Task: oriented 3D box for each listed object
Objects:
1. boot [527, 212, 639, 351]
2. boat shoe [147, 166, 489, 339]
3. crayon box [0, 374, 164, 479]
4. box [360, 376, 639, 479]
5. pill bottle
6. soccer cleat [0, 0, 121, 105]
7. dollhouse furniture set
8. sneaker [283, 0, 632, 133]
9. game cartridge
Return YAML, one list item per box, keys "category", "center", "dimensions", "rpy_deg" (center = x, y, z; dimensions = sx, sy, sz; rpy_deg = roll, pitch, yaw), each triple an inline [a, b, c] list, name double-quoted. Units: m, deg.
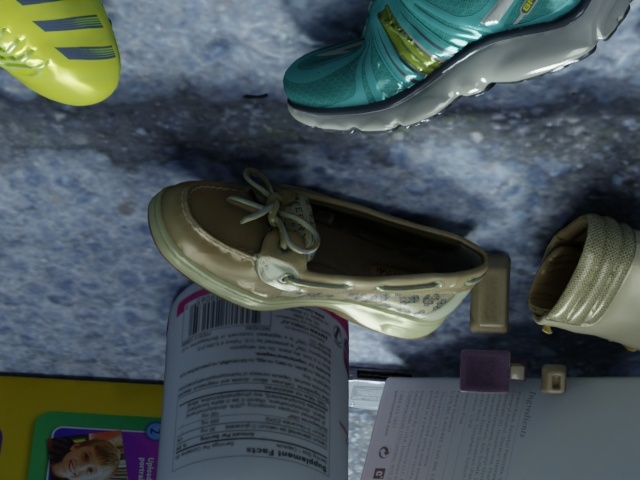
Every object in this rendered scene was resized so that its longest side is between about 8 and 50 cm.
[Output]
- category: "boot"
  center: [0.267, 0.070, 1.454]
  dimensions: [0.203, 0.095, 0.262]
  rpy_deg: [11, 152, -6]
- category: "boat shoe"
  center: [0.000, 0.000, 1.364]
  dimensions: [0.285, 0.105, 0.089]
  rpy_deg: [13, 140, -34]
- category: "crayon box"
  center: [-0.162, 0.307, 1.569]
  dimensions: [0.313, 0.363, 0.106]
  rpy_deg: [4, 145, -4]
- category: "box"
  center: [0.232, 0.235, 1.520]
  dimensions: [0.345, 0.168, 0.215]
  rpy_deg: [-4, 150, 38]
- category: "pill bottle"
  center: [-0.056, 0.180, 1.453]
  dimensions: [0.160, 0.283, 0.160]
  rpy_deg: [1, 145, 1]
- category: "soccer cleat"
  center: [-0.219, -0.160, 1.110]
  dimensions: [0.093, 0.121, 0.289]
  rpy_deg: [-12, 143, 18]
- category: "dollhouse furniture set"
  center: [0.161, 0.069, 1.475]
  dimensions: [0.091, 0.114, 0.081]
  rpy_deg: [2, -179, 0]
- category: "sneaker"
  center: [0.077, -0.152, 1.147]
  dimensions: [0.275, 0.107, 0.110]
  rpy_deg: [-21, 114, 40]
- category: "game cartridge"
  center: [0.056, 0.139, 1.626]
  dimensions: [0.083, 0.017, 0.056]
  rpy_deg: [5, 141, -5]
